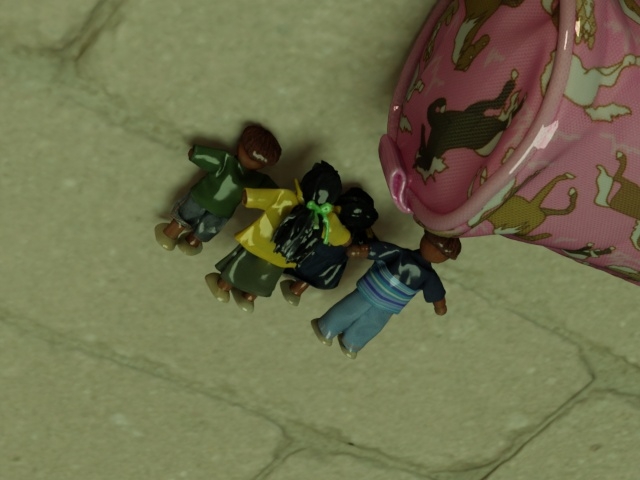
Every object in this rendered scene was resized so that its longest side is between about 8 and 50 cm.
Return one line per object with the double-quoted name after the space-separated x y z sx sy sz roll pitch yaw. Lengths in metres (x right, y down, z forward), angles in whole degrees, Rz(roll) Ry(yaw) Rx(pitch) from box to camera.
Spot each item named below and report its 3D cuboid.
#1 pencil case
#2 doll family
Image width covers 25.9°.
0.220 -0.034 0.811 0.386 0.160 0.167 19 83 -30 "pencil case"
0.000 0.000 0.842 0.193 0.076 0.111 24 119 -39 "doll family"
